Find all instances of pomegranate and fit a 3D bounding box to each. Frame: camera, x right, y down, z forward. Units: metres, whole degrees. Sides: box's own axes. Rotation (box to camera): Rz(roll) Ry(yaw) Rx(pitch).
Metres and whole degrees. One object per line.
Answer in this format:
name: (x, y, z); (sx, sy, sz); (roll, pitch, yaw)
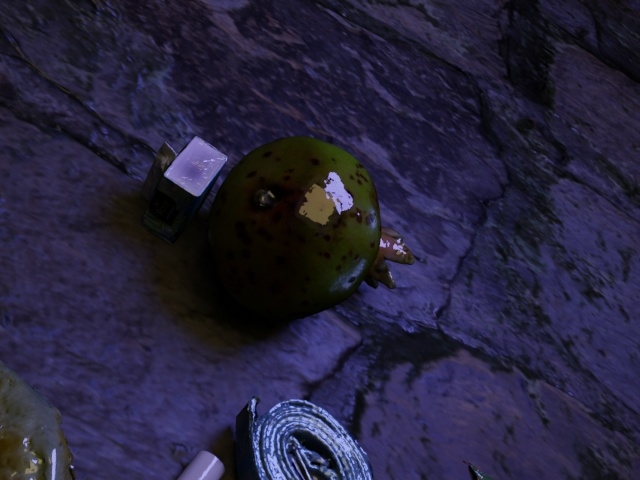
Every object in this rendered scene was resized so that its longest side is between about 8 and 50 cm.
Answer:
pomegranate: (-0.009, 0.012, 1.000); (0.286, 0.230, 0.231); (47, 40, -35)

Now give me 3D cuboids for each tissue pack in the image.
tissue pack: (-0.183, -0.069, 0.994); (0.079, 0.111, 0.085); (33, 48, -5)

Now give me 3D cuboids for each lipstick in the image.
lipstick: (-0.151, 0.281, 0.820); (0.038, 0.038, 0.131); (41, 47, 0)

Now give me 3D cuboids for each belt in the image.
belt: (-0.019, 0.265, 0.882); (0.147, 0.082, 0.163); (9, 52, -26)

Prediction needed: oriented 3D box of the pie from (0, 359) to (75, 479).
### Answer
pie: (-0.344, 0.235, 0.627); (0.296, 0.078, 0.371); (0, 53, 12)

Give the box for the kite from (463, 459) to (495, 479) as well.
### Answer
kite: (0.229, 0.355, 0.974); (0.244, 0.006, 0.198); (7, 37, -49)
